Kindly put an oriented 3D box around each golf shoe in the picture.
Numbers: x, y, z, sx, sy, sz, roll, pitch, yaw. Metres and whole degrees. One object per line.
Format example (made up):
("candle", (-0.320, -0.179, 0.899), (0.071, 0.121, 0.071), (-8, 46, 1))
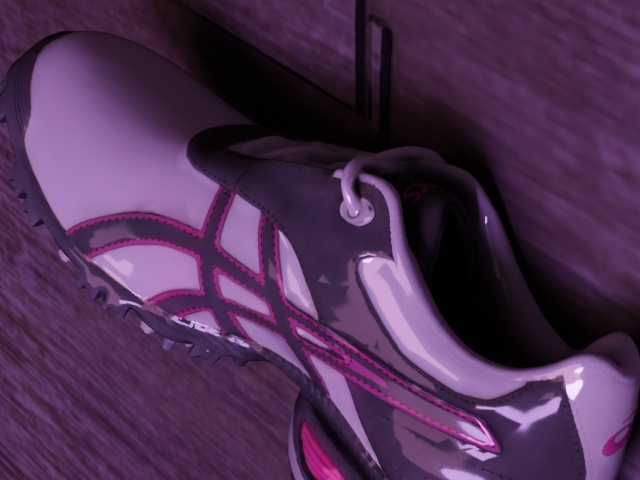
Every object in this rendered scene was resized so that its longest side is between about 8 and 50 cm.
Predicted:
("golf shoe", (0.000, 0.000, 0.654), (0.273, 0.105, 0.120), (45, 128, 21))
